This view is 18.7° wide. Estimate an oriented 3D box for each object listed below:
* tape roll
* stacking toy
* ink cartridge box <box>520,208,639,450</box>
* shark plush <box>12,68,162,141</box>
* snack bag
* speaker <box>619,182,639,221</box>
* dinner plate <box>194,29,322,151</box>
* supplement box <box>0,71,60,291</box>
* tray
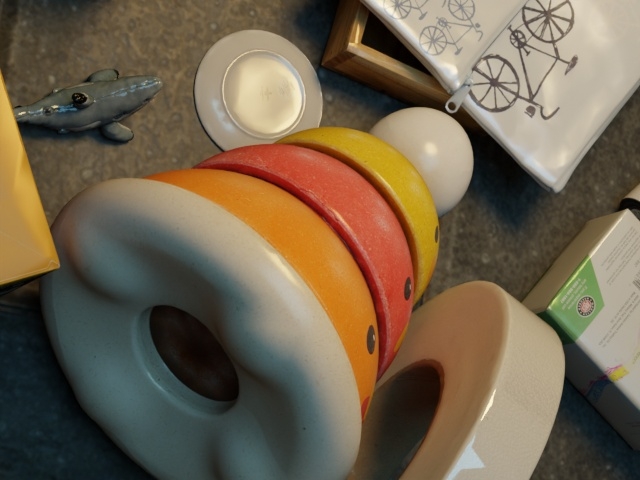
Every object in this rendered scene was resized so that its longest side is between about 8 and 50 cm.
[{"bbox_3d":[0.068,0.211,1.768,0.072,0.392,0.392,38,68,-15],"label":"tape roll"},{"bbox_3d":[0.000,0.000,1.855,0.351,0.350,0.480,54,50,-7],"label":"stacking toy"},{"bbox_3d":[0.331,0.097,2.070,0.212,0.093,0.154,45,68,-10],"label":"ink cartridge box"},{"bbox_3d":[-0.235,-0.138,1.864,0.161,0.067,0.073,1,81,-24],"label":"shark plush"},{"bbox_3d":[0.219,-0.260,2.030,0.342,0.037,0.323,46,66,-12],"label":"snack bag"},{"bbox_3d":[0.393,-0.065,2.145,0.136,0.055,0.055,-42,99,-24],"label":"speaker"},{"bbox_3d":[-0.060,-0.147,1.975,0.141,0.017,0.141,5,79,-25],"label":"dinner plate"},{"bbox_3d":[-0.343,-0.035,1.728,0.129,0.194,0.191,-17,88,-26],"label":"supplement box"},{"bbox_3d":[0.154,-0.339,2.073,0.202,0.076,0.411,22,74,-20],"label":"tray"}]
